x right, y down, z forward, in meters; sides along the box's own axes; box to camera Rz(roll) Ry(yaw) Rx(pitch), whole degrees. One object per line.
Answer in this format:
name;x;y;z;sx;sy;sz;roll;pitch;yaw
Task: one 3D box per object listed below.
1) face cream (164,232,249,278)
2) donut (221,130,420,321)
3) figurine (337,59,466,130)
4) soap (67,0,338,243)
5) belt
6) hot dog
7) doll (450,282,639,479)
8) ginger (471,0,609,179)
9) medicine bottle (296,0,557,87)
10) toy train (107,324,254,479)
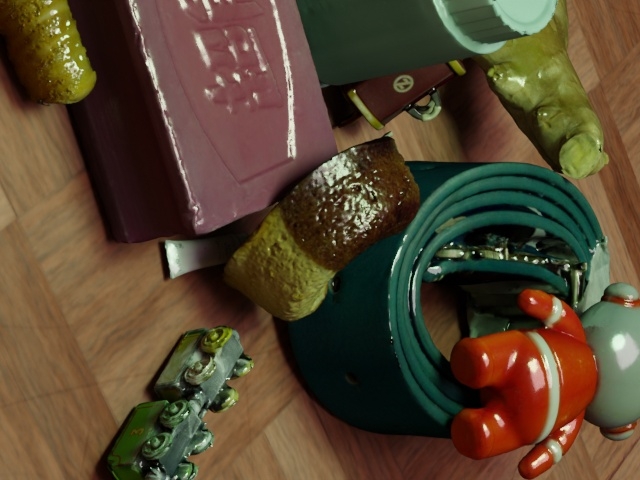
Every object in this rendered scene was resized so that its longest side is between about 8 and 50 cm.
face cream;-0.111;0.012;1.868;0.115;0.020;0.038;-10;92;-48
donut;-0.002;0.001;1.832;0.085;0.217;0.141;49;20;10
figurine;0.084;-0.165;2.053;0.098;0.154;0.082;50;12;-24
soap;-0.134;-0.199;1.794;0.233;0.128;0.360;-29;106;-48
belt;0.148;0.064;2.059;0.436;0.173;0.300;-1;93;-48
hot dog;-0.276;-0.252;1.671;0.068;0.083;0.289;-27;105;-30
doll;0.267;0.136;2.006;0.336;0.105;0.200;-11;103;-39
ginger;0.233;-0.238;2.209;0.348;0.122;0.363;51;35;0
medicine bottle;0.071;-0.245;1.900;0.158;0.318;0.158;10;77;-49
toy train;-0.130;0.157;1.777;0.060;0.081;0.202;58;37;-27
